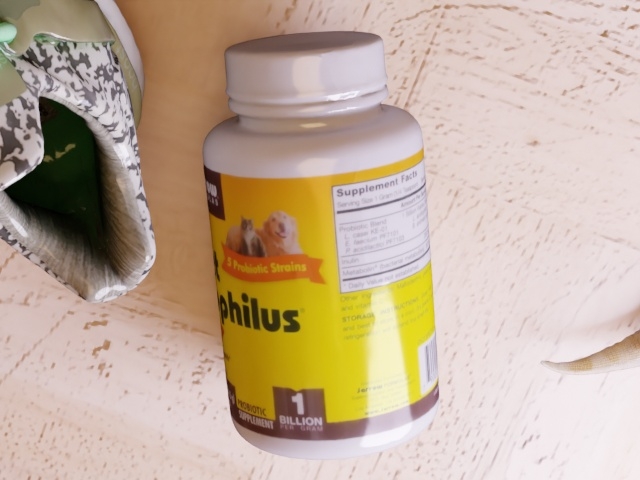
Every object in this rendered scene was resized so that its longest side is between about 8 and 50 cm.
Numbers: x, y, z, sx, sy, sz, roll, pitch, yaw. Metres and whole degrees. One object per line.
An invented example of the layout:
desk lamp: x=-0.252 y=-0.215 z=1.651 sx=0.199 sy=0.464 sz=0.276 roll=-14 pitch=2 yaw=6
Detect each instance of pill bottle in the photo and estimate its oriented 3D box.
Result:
pill bottle: x=0.000 y=0.000 z=0.811 sx=0.117 sy=0.117 sz=0.214 roll=-6 pitch=105 yaw=-3

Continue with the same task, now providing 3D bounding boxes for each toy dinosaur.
toy dinosaur: x=0.221 y=0.059 z=0.889 sx=0.183 sy=0.053 sz=0.092 roll=-28 pitch=90 yaw=-4

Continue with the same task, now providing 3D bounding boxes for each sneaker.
sneaker: x=-0.167 y=-0.105 z=0.639 sx=0.158 sy=0.182 sz=0.410 roll=-36 pitch=144 yaw=3
